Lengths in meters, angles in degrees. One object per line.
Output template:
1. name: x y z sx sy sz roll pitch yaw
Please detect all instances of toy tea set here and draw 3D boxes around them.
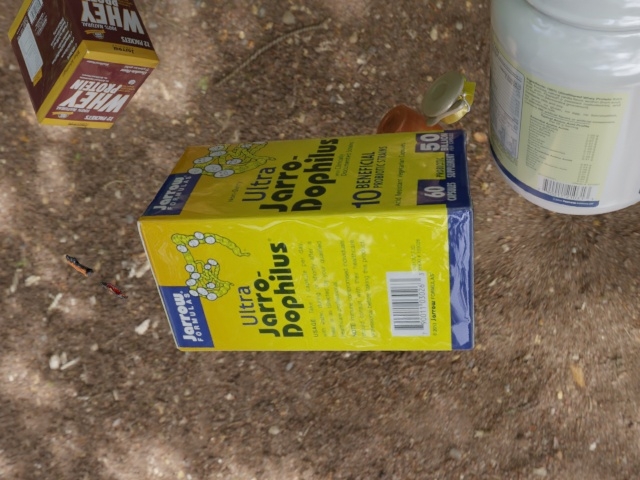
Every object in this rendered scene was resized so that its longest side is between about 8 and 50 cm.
1. toy tea set: 0.175 -0.103 1.089 0.200 0.124 0.336 -17 49 50

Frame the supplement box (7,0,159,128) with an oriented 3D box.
1. supplement box: -0.395 -0.319 1.104 0.191 0.129 0.194 -38 70 37

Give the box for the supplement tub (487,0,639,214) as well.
1. supplement tub: 0.309 -0.205 0.748 0.235 0.325 0.235 -6 57 9

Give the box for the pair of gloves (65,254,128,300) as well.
1. pair of gloves: -0.261 0.044 0.782 0.083 0.074 0.010 35 74 -3

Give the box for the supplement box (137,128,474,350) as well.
1. supplement box: 0.000 0.000 0.806 0.356 0.194 0.195 -2 123 10
